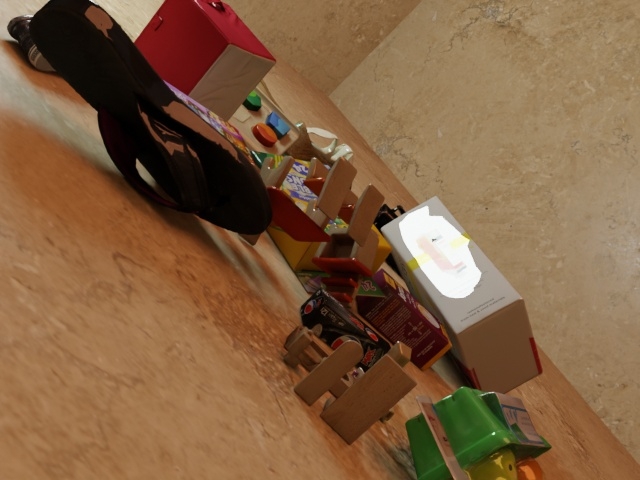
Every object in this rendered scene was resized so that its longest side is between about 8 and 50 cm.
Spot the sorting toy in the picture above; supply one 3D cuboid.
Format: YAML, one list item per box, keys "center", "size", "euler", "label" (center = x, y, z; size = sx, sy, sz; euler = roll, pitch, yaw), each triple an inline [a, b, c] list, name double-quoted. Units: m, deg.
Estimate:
- center: [-0.187, -0.320, 2.066]
  size: [0.307, 0.041, 0.229]
  euler: [45, 32, -5]
  label: "sorting toy"

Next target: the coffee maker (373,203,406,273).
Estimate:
- center: [0.191, 0.009, 2.308]
  size: [0.178, 0.120, 0.171]
  euler: [44, 35, -3]
  label: "coffee maker"

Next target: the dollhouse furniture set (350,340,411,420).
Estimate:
- center: [0.096, 0.196, 1.340]
  size: [0.091, 0.114, 0.081]
  euler: [35, 12, -33]
  label: "dollhouse furniture set"

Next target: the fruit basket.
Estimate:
- center: [0.282, 0.378, 1.252]
  size: [0.353, 0.165, 0.327]
  euler: [56, 16, 29]
  label: "fruit basket"

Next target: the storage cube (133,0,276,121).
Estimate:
- center: [-0.247, -0.391, 1.871]
  size: [0.193, 0.215, 0.184]
  euler: [52, 21, 21]
  label: "storage cube"

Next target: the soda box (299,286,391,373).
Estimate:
- center: [0.044, 0.153, 1.442]
  size: [0.169, 0.053, 0.060]
  euler: [40, 14, -22]
  label: "soda box"

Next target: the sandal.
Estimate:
- center: [-0.247, -0.140, 1.254]
  size: [0.446, 0.168, 0.107]
  euler: [47, 50, -27]
  label: "sandal"

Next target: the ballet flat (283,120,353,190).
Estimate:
- center: [0.013, -0.230, 2.417]
  size: [0.342, 0.124, 0.116]
  euler: [33, 18, -46]
  label: "ballet flat"

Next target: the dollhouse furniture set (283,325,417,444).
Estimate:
- center: [0.038, 0.163, 1.223]
  size: [0.144, 0.123, 0.151]
  euler: [45, 12, -5]
  label: "dollhouse furniture set"

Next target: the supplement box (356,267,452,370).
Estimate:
- center: [0.164, 0.156, 1.762]
  size: [0.188, 0.081, 0.104]
  euler: [42, 13, -14]
  label: "supplement box"

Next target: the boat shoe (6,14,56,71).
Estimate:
- center: [-0.410, -0.306, 1.397]
  size: [0.083, 0.065, 0.183]
  euler: [50, 14, 11]
  label: "boat shoe"

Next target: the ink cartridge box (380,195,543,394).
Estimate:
- center: [0.313, 0.129, 1.986]
  size: [0.384, 0.160, 0.279]
  euler: [59, -2, 47]
  label: "ink cartridge box"

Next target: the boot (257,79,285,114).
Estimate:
- center: [-0.186, -0.365, 2.286]
  size: [0.236, 0.089, 0.269]
  euler: [45, 14, -2]
  label: "boot"

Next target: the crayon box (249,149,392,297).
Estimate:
- center: [-0.004, -0.035, 1.690]
  size: [0.203, 0.083, 0.323]
  euler: [7, 37, -42]
  label: "crayon box"

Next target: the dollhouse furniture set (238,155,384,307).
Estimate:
- center: [-0.021, -0.012, 1.421]
  size: [0.262, 0.135, 0.259]
  euler: [1, -31, 44]
  label: "dollhouse furniture set"

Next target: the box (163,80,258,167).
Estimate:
- center: [-0.223, -0.178, 1.573]
  size: [0.293, 0.057, 0.201]
  euler: [29, 25, -50]
  label: "box"
